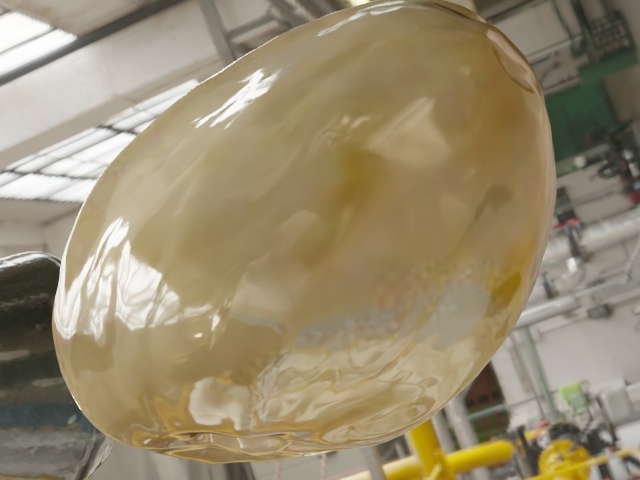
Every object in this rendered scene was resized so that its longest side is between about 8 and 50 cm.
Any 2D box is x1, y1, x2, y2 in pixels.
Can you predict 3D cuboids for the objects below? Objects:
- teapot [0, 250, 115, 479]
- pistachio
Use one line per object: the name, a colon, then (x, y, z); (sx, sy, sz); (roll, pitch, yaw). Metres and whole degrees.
teapot: (-0.394, 0.126, 0.916); (0.343, 0.253, 0.300); (0, -152, -40)
pistachio: (0.000, 0.000, 0.537); (0.229, 0.309, 0.230); (33, 156, 17)
